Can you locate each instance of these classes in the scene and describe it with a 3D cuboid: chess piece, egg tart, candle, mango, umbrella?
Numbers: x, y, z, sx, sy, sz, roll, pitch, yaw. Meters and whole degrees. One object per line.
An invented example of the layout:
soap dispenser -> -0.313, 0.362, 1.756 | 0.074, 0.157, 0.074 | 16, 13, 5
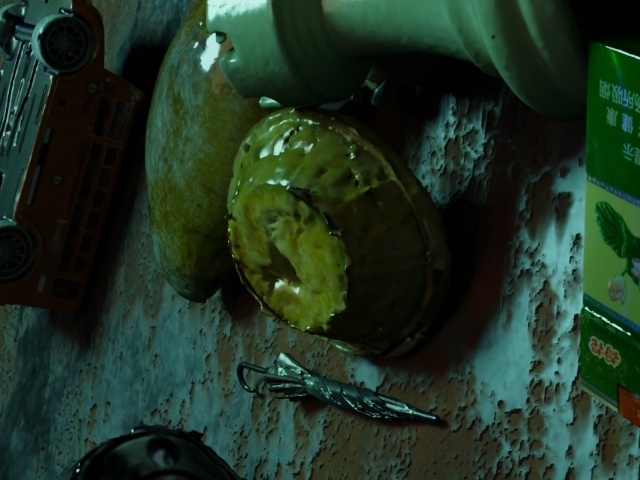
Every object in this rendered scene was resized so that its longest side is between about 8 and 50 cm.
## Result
chess piece -> 0.070, -0.165, 1.066 | 0.299, 0.194, 0.194 | -5, 73, 37
egg tart -> -0.002, 0.001, 1.192 | 0.213, 0.090, 0.212 | 25, 129, 36
candle -> -0.200, 0.299, 1.345 | 0.330, 0.187, 0.187 | -42, 46, 42
mango -> -0.075, -0.088, 1.360 | 0.193, 0.146, 0.316 | -117, 38, -46
umbrella -> 0.003, 0.115, 1.253 | 0.269, 0.044, 0.044 | 2, 107, 54

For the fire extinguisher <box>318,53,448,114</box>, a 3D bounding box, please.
fire extinguisher -> 0.080, -0.203, 1.203 | 0.269, 0.105, 0.105 | -57, 38, 24

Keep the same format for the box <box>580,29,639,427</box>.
box -> 0.203, 0.006, 0.919 | 0.132, 0.034, 0.235 | 35, 133, 55

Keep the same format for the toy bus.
toy bus -> -0.286, -0.097, 1.650 | 0.143, 0.153, 0.329 | 21, 96, 55
